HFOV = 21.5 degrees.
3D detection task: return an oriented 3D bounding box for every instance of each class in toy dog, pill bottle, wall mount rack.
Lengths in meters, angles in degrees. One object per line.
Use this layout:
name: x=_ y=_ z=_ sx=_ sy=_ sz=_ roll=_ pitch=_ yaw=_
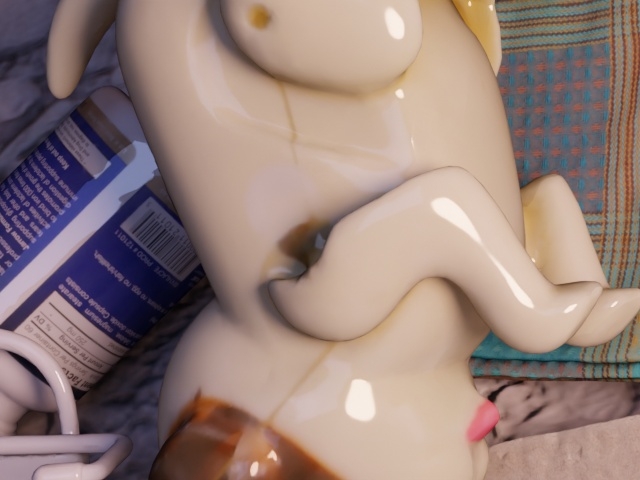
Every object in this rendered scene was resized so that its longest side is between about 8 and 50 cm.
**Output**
toy dog: x=0.000 y=0.000 z=1.032 sx=0.395 sy=0.284 sz=0.408 roll=2 pitch=93 yaw=10
pill bottle: x=-0.194 y=0.028 z=1.224 sx=0.265 sy=0.153 sz=0.153 roll=-44 pitch=66 yaw=0
wall mount rack: x=-0.268 y=0.242 z=1.120 sx=0.304 sy=0.130 sz=0.350 roll=-3 pitch=98 yaw=11

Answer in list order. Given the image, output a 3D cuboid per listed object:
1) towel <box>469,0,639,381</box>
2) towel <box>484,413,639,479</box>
towel: x=0.226 y=-0.044 z=1.078 sx=0.370 sy=0.040 sz=0.271 roll=-3 pitch=80 yaw=42
towel: x=0.203 y=0.202 z=1.047 sx=0.282 sy=0.049 sz=0.187 roll=-17 pitch=71 yaw=39
